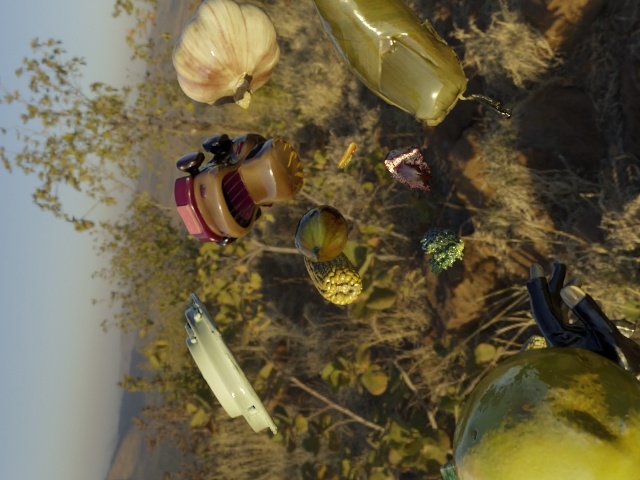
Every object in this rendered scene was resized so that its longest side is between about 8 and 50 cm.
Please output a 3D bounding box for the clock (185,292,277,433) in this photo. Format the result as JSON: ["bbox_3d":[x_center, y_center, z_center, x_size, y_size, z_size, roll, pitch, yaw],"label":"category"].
[{"bbox_3d":[-0.142,0.185,0.853,0.236,0.053,0.236,53,164,22],"label":"clock"}]

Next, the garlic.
[{"bbox_3d":[-0.183,-0.363,1.245,0.253,0.245,0.245,61,145,32],"label":"garlic"}]

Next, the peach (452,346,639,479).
[{"bbox_3d":[0.385,0.329,0.961,0.315,0.314,0.281,-56,-26,-35],"label":"peach"}]

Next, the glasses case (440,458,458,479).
[{"bbox_3d":[0.417,0.575,1.520,0.062,0.095,0.272,64,150,17],"label":"glasses case"}]

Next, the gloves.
[{"bbox_3d":[0.500,0.169,1.132,0.197,0.153,0.300,66,-175,-68],"label":"gloves"}]

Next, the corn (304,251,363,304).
[{"bbox_3d":[0.017,0.061,1.403,0.310,0.102,0.101,-128,47,-61],"label":"corn"}]

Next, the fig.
[{"bbox_3d":[0.000,0.000,1.099,0.154,0.103,0.109,-82,-19,-55],"label":"fig"}]

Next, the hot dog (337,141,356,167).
[{"bbox_3d":[0.076,-0.236,1.640,0.083,0.021,0.037,-61,-17,12],"label":"hot dog"}]

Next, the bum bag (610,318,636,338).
[{"bbox_3d":[0.980,0.366,2.017,0.060,0.107,0.232,-37,-32,-70],"label":"bum bag"}]

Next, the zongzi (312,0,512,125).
[{"bbox_3d":[0.151,-0.380,1.161,0.181,0.418,0.447,-47,67,11],"label":"zongzi"}]

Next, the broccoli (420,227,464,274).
[{"bbox_3d":[0.404,0.038,1.972,0.167,0.155,0.160,42,138,45],"label":"broccoli"}]

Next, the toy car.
[{"bbox_3d":[-0.203,-0.144,1.572,0.340,0.241,0.271,-53,-50,-45],"label":"toy car"}]

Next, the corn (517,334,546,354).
[{"bbox_3d":[0.676,0.449,1.990,0.288,0.087,0.086,-63,20,0],"label":"corn"}]

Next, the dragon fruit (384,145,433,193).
[{"bbox_3d":[0.216,-0.164,1.467,0.097,0.063,0.131,-8,118,49],"label":"dragon fruit"}]
